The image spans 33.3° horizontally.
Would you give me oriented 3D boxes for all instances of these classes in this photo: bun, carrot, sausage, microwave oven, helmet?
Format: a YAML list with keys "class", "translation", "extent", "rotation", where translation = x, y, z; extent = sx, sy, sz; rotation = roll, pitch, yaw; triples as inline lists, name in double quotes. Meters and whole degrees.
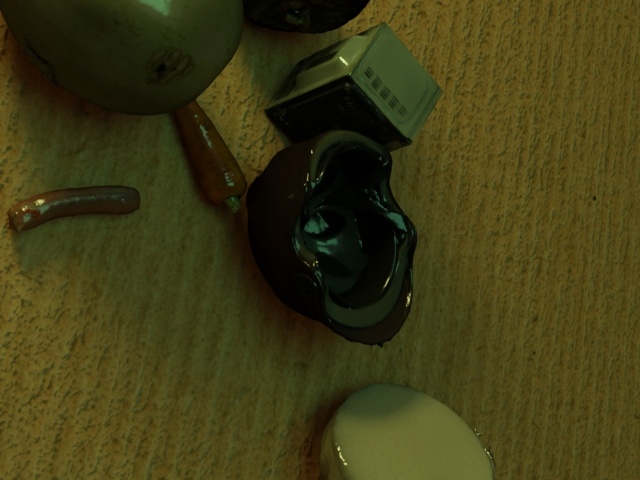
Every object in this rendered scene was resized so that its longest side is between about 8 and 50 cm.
- class: "bun"
  translation: [0.104, 0.352, 1.535]
  extent: [0.263, 0.175, 0.263]
  rotation: [19, 36, -14]
- class: "carrot"
  translation: [-0.173, -0.153, 1.487]
  extent: [0.061, 0.061, 0.257]
  rotation: [-27, 89, -37]
- class: "sausage"
  translation: [-0.311, -0.044, 1.362]
  extent: [0.176, 0.040, 0.047]
  rotation: [-10, 94, -38]
- class: "microwave oven"
  translation: [0.043, -0.201, 1.553]
  extent: [0.162, 0.208, 0.122]
  rotation: [45, 59, -22]
- class: "helmet"
  translation: [0.000, 0.000, 1.505]
  extent: [0.225, 0.177, 0.305]
  rotation: [-21, 105, -48]

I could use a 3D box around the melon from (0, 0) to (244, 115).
- class: "melon"
  translation: [-0.257, -0.305, 1.312]
  extent: [0.330, 0.268, 0.268]
  rotation: [40, 60, -14]

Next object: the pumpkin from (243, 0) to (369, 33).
- class: "pumpkin"
  translation: [-0.026, -0.382, 1.524]
  extent: [0.238, 0.238, 0.159]
  rotation: [0, 78, -37]
